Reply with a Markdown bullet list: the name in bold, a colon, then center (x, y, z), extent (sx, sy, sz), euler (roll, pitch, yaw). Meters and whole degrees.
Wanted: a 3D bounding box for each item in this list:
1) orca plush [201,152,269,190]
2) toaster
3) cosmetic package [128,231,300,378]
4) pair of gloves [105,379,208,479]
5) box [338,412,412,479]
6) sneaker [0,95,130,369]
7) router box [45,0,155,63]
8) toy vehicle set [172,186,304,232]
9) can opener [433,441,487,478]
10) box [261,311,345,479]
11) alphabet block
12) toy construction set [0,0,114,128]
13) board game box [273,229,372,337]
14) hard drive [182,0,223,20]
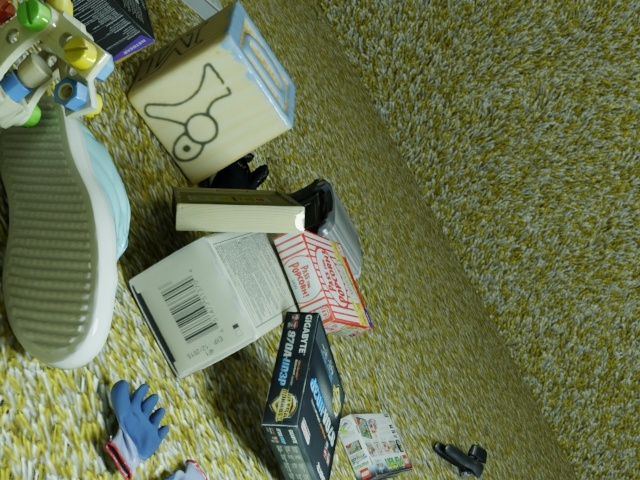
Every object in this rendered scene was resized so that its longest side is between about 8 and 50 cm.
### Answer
- **orca plush**: center (-0.120, -0.091, 1.828), extent (0.151, 0.102, 0.287), euler (55, 16, -23)
- **toaster**: center (0.000, 0.000, 2.013), extent (0.146, 0.129, 0.227), euler (55, 15, -30)
- **cosmetic package**: center (-0.126, 0.071, 1.476), extent (0.153, 0.129, 0.296), euler (62, 16, 3)
- **pair of gloves**: center (-0.182, 0.249, 1.186), extent (0.198, 0.023, 0.159), euler (60, 14, -10)
- **box**: center (0.094, 0.358, 1.857), extent (0.114, 0.036, 0.207), euler (66, 16, 17)
- **sneaker**: center (-0.256, -0.003, 1.178), extent (0.150, 0.135, 0.366), euler (40, 27, -46)
- **router box**: center (-0.384, -0.462, 1.668), extent (0.243, 0.081, 0.309), euler (41, 25, -52)
- **toy vehicle set**: center (-0.122, -0.045, 1.494), extent (0.267, 0.166, 0.035), euler (-139, -129, -79)
- **can opener**: center (0.296, 0.465, 2.298), extent (0.186, 0.059, 0.073), euler (31, 60, -45)
- **box**: center (-0.019, 0.228, 1.458), extent (0.220, 0.051, 0.175), euler (75, 22, -49)
- **alphabet block**: center (-0.172, -0.243, 1.752), extent (0.192, 0.197, 0.193), euler (56, 16, -23)
- **toy construction set**: center (-0.347, -0.258, 1.174), extent (0.151, 0.215, 0.328), euler (41, 25, -54)
- **board game box**: center (0.006, 0.066, 1.585), extent (0.147, 0.045, 0.193), euler (68, 15, 14)
- **hard drive**: center (-0.307, -0.622, 2.283), extent (0.203, 0.040, 0.307), euler (30, 34, -62)
